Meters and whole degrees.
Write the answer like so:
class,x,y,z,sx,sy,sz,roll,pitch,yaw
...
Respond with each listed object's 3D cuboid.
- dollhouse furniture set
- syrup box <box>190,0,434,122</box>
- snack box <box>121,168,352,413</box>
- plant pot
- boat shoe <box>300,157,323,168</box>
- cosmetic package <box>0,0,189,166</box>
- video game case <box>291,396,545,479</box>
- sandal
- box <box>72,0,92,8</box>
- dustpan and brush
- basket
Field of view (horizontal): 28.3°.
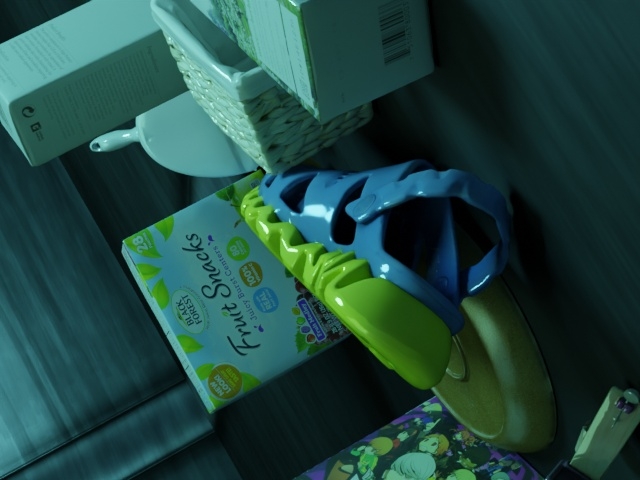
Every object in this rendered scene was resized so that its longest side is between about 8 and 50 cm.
class,x,y,z,sx,sy,sz,roll,pitch,yaw
dollhouse furniture set,0.223,0.145,0.825,0.114,0.091,0.081,33,112,18
syrup box,-0.026,-0.189,0.891,0.237,0.096,0.093,48,157,44
snack box,-0.092,0.056,1.374,0.207,0.174,0.070,61,166,7
plant pot,0.108,0.075,1.034,0.236,0.032,0.236,54,163,25
boat shoe,0.000,0.000,1.193,0.059,0.063,0.170,8,126,64
cosmetic package,-0.212,-0.177,1.255,0.117,0.231,0.086,47,158,46
video game case,0.087,0.243,1.051,0.232,0.210,0.042,43,155,51
sandal,0.044,-0.004,0.937,0.126,0.138,0.317,43,177,-29
box,-0.239,-0.275,1.502,0.216,0.060,0.270,27,142,64
dustpan and brush,-0.178,-0.125,1.420,0.060,0.211,0.147,-62,-48,-62
basket,-0.044,-0.144,1.003,0.167,0.113,0.103,46,162,44
